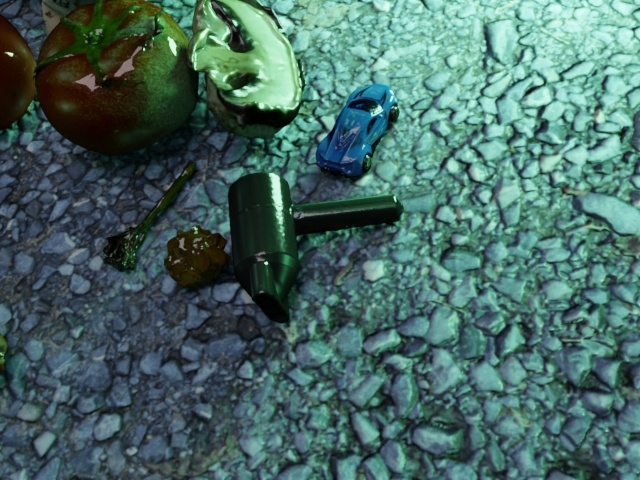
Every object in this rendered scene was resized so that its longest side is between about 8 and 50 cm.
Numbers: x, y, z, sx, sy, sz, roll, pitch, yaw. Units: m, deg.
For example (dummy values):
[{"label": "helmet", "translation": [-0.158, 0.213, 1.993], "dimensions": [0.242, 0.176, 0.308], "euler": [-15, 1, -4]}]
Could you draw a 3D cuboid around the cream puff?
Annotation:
[{"label": "cream puff", "translation": [-0.217, 0.026, 1.617], "dimensions": [0.122, 0.094, 0.116], "euler": [24, 69, 21]}]

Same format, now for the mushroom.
[{"label": "mushroom", "translation": [-0.155, -0.323, 1.757], "dimensions": [0.247, 0.130, 0.344], "euler": [2, 53, -36]}]

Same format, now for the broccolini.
[{"label": "broccolini", "translation": [-0.309, -0.044, 1.728], "dimensions": [0.254, 0.071, 0.057], "euler": [-53, 20, -27]}]

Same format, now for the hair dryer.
[{"label": "hair dryer", "translation": [0.000, 0.000, 1.584], "dimensions": [0.302, 0.116, 0.244], "euler": [-9, 59, 0]}]

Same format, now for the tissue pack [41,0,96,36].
[{"label": "tissue pack", "translation": [-0.403, -0.583, 1.927], "dimensions": [0.195, 0.375, 0.390], "euler": [45, 69, -9]}]

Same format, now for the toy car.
[{"label": "toy car", "translation": [0.069, -0.209, 1.713], "dimensions": [0.103, 0.063, 0.216], "euler": [18, 64, 24]}]

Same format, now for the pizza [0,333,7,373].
[{"label": "pizza", "translation": [-0.780, 0.235, 1.607], "dimensions": [0.440, 0.130, 0.406], "euler": [23, 79, 15]}]

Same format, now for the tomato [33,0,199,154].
[{"label": "tomato", "translation": [-0.373, -0.307, 1.772], "dimensions": [0.304, 0.239, 0.303], "euler": [-9, 55, 14]}]

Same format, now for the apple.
[{"label": "apple", "translation": [-0.705, -0.348, 1.899], "dimensions": [0.260, 0.216, 0.260], "euler": [-5, 56, 7]}]
